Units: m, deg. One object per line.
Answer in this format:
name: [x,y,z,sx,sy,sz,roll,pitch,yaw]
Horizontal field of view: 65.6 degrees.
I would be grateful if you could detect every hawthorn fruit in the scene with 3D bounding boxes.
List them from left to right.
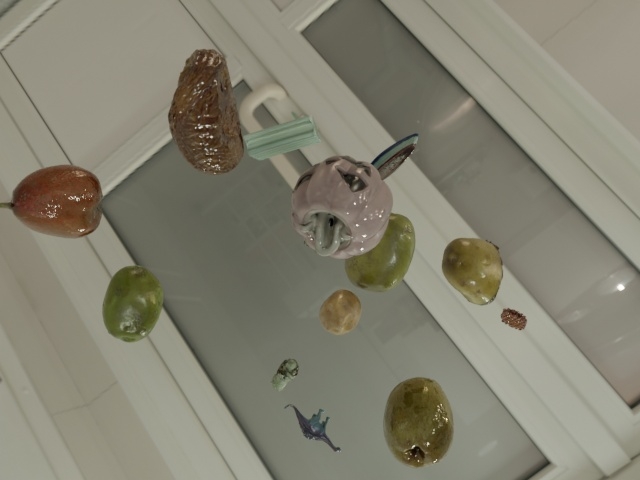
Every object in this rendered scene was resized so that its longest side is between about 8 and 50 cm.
hawthorn fruit: [-0.693,-0.099,1.281,0.251,0.199,0.199,-7,149,-41]

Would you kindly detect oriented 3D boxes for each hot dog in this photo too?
hot dog: [-0.340,-0.376,1.496,0.387,0.175,0.266,87,12,-51]

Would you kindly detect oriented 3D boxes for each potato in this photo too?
potato: [-0.616,0.209,1.632,0.187,0.253,0.148,-3,180,3]
potato: [0.052,0.189,1.288,0.112,0.112,0.147,-45,173,28]
potato: [0.161,0.031,1.348,0.149,0.197,0.228,-6,107,-53]
potato: [0.603,0.106,2.028,0.242,0.243,0.285,69,33,-75]

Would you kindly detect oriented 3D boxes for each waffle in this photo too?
waffle: [0.571,0.231,1.466,0.029,0.075,0.083,-54,138,-26]

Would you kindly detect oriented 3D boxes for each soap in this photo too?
soap: [-0.141,-0.388,1.895,0.266,0.087,0.160,-15,180,8]

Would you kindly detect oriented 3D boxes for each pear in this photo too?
pear: [0.267,0.500,1.353,0.189,0.211,0.228,2,128,0]

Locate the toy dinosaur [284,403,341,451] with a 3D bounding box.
toy dinosaur: [-0.016,0.504,1.355,0.045,0.197,0.080,-46,-175,37]

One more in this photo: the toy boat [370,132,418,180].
toy boat: [0.206,-0.229,1.454,0.229,0.080,0.045,-39,-150,41]

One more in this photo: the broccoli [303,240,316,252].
broccoli: [0.000,0.000,1.803,0.097,0.095,0.091,-12,116,-44]

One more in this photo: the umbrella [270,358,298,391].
umbrella: [-0.104,0.386,1.444,0.067,0.062,0.143,-13,149,-35]

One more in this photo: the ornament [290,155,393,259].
ornament: [0.032,-0.052,0.853,0.178,0.177,0.177,-35,166,-10]
